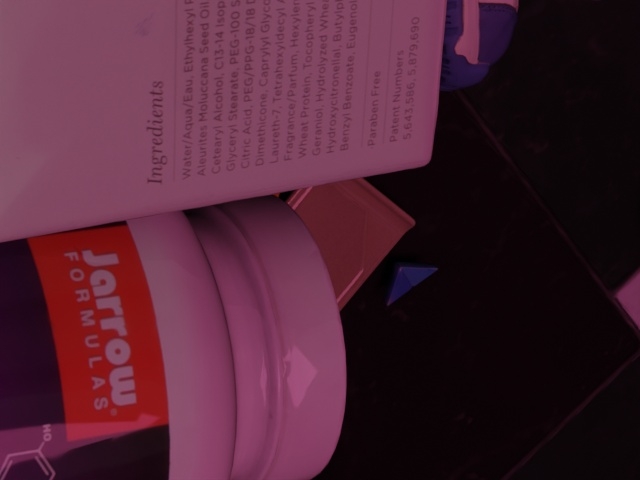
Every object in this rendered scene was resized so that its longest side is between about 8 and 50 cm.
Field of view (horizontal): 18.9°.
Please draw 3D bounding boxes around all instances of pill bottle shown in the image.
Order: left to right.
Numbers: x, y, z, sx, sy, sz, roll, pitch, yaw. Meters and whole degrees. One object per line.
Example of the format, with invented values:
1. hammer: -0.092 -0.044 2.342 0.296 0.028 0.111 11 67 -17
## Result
1. pill bottle: -0.160 0.060 0.736 0.323 0.181 0.182 -8 120 -26

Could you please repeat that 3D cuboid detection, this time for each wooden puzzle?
1. wooden puzzle: 0.000 0.000 0.904 0.078 0.014 0.116 -42 129 3

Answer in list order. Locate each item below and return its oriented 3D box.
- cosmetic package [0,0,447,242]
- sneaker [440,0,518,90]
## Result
1. cosmetic package: -0.067 -0.109 0.713 0.183 0.151 0.151 -11 121 -26
2. sneaker: 0.070 -0.201 0.766 0.131 0.112 0.296 -20 126 -20
